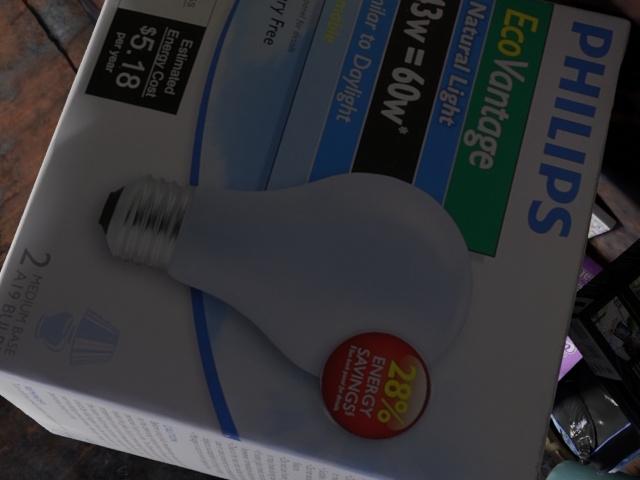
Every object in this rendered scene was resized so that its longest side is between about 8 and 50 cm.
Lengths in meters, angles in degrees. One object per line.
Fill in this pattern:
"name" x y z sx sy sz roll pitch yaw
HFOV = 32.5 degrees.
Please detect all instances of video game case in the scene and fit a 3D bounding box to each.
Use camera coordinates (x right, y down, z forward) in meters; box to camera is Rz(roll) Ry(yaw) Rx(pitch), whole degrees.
"video game case" 0.220 -0.033 1.027 0.087 0.011 0.122 42 171 1

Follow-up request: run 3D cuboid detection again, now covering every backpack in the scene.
"backpack" 0.307 0.188 1.193 0.084 0.105 0.114 46 -174 -38

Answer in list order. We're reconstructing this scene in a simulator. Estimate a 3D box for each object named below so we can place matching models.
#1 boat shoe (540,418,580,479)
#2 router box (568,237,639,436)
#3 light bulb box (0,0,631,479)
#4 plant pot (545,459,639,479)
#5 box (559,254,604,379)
"boat shoe" 0.295 0.239 1.523 0.104 0.089 0.285 -101 -10 -46
"router box" 0.285 0.087 0.853 0.179 0.133 0.046 54 169 -9
"light bulb box" 0.000 0.000 0.808 0.361 0.358 0.225 14 162 5
"plant pot" 0.381 0.414 1.299 0.195 0.290 0.290 -2 135 32
"box" 0.179 0.075 1.165 0.201 0.057 0.293 39 149 11
